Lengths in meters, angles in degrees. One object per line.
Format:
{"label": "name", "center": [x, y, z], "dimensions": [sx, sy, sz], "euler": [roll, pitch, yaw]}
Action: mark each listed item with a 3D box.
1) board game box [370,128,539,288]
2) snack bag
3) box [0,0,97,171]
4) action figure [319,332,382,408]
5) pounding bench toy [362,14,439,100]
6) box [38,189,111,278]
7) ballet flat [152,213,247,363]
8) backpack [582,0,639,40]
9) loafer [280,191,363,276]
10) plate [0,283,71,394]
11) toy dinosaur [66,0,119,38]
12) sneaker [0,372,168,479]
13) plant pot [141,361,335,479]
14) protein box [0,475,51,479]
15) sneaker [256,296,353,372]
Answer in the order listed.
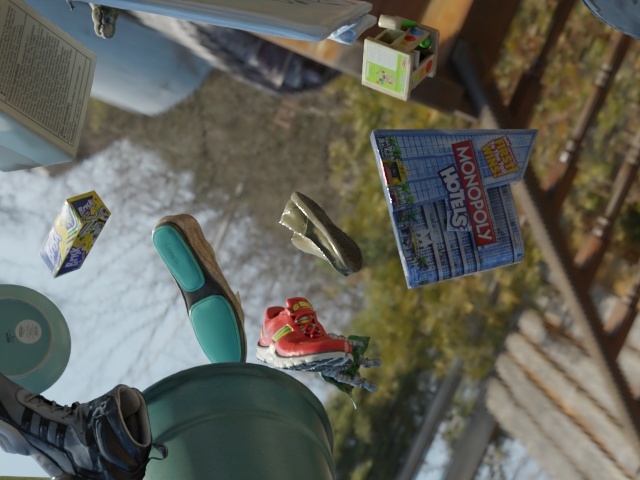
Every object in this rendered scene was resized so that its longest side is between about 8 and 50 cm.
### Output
{"label": "board game box", "center": [0.177, -0.058, 1.581], "dimensions": [0.194, 0.194, 0.060], "euler": [-14, 176, -2]}
{"label": "snack bag", "center": [-0.109, -0.274, 1.543], "dimensions": [0.323, 0.037, 0.342], "euler": [12, -164, 6]}
{"label": "box", "center": [-0.398, -0.206, 1.436], "dimensions": [0.121, 0.148, 0.311], "euler": [-7, 152, 33]}
{"label": "action figure", "center": [0.043, 0.216, 2.354], "dimensions": [0.063, 0.137, 0.232], "euler": [1, 165, 26]}
{"label": "pounding bench toy", "center": [0.081, -0.192, 1.282], "dimensions": [0.052, 0.083, 0.065], "euler": [24, -136, 23]}
{"label": "box", "center": [-0.406, -0.009, 2.177], "dimensions": [0.059, 0.169, 0.054], "euler": [-23, -110, -40]}
{"label": "ballet flat", "center": [-0.202, 0.089, 2.440], "dimensions": [0.107, 0.316, 0.106], "euler": [-18, -169, 25]}
{"label": "backpack", "center": [0.408, -0.472, 1.663], "dimensions": [0.273, 0.355, 0.290], "euler": [20, 162, 38]}
{"label": "loafer", "center": [0.000, 0.000, 1.594], "dimensions": [0.056, 0.050, 0.148], "euler": [25, -161, -43]}
{"label": "plate", "center": [-0.462, 0.147, 1.961], "dimensions": [0.188, 0.188, 0.024], "euler": [22, 149, -7]}
{"label": "toy dinosaur", "center": [-0.387, -0.394, 1.869], "dimensions": [0.118, 0.064, 0.268], "euler": [-4, 141, 34]}
{"label": "sneaker", "center": [-0.307, 0.216, 1.627], "dimensions": [0.268, 0.153, 0.101], "euler": [41, -168, 9]}
{"label": "plant pot", "center": [-0.106, 0.393, 1.715], "dimensions": [0.341, 0.341, 0.334], "euler": [19, -156, -26]}
{"label": "protein box", "center": [-0.423, 0.457, 2.010], "dimensions": [0.201, 0.136, 0.200], "euler": [11, -173, -41]}
{"label": "sneaker", "center": [-0.035, 0.152, 2.169], "dimensions": [0.107, 0.118, 0.279], "euler": [6, 179, -27]}
